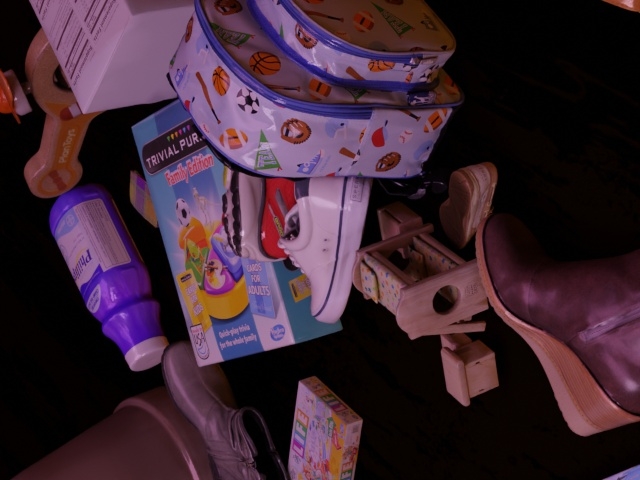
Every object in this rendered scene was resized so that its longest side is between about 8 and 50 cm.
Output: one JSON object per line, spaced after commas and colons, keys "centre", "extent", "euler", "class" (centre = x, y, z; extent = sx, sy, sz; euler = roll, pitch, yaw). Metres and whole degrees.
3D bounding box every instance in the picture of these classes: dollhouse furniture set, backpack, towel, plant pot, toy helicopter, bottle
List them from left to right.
{"centre": [-0.358, -0.180, 2.034], "extent": [0.140, 0.235, 0.355], "euler": [56, 142, 27], "class": "toy helicopter"}
{"centre": [-0.303, 0.398, 2.137], "extent": [0.323, 0.280, 0.323], "euler": [25, 121, 50], "class": "plant pot"}
{"centre": [-0.307, 0.056, 2.177], "extent": [0.283, 0.092, 0.118], "euler": [62, 146, 20], "class": "bottle"}
{"centre": [-0.251, -0.060, 2.127], "extent": [0.083, 0.009, 0.060], "euler": [38, 132, 44], "class": "towel"}
{"centre": [-0.010, -0.176, 1.501], "extent": [0.276, 0.263, 0.213], "euler": [49, 138, 35], "class": "backpack"}
{"centre": [0.093, 0.074, 1.576], "extent": [0.182, 0.101, 0.161], "euler": [40, 146, 57], "class": "dollhouse furniture set"}

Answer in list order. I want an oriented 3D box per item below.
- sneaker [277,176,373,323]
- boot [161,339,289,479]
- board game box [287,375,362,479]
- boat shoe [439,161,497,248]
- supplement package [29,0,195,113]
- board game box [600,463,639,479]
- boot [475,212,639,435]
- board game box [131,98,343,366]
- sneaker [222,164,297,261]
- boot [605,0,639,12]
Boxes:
{"centre": [0.000, 0.000, 1.660], "extent": [0.258, 0.091, 0.094], "euler": [99, -177, -52], "class": "sneaker"}
{"centre": [-0.117, 0.233, 1.965], "extent": [0.247, 0.083, 0.161], "euler": [64, 154, 2], "class": "boot"}
{"centre": [0.004, 0.262, 1.860], "extent": [0.103, 0.026, 0.154], "euler": [38, 132, 43], "class": "board game box"}
{"centre": [0.155, -0.035, 1.508], "extent": [0.050, 0.045, 0.135], "euler": [58, 163, 19], "class": "boat shoe"}
{"centre": [-0.229, -0.329, 1.820], "extent": [0.263, 0.199, 0.198], "euler": [62, 144, 19], "class": "supplement package"}
{"centre": [0.316, 0.294, 1.404], "extent": [0.211, 0.039, 0.160], "euler": [-41, 68, 54], "class": "board game box"}
{"centre": [0.265, 0.039, 1.368], "extent": [0.207, 0.090, 0.248], "euler": [-43, 64, 40], "class": "boot"}
{"centre": [-0.114, -0.022, 1.877], "extent": [0.253, 0.079, 0.336], "euler": [-20, 86, 56], "class": "board game box"}
{"centre": [-0.052, -0.115, 1.725], "extent": [0.107, 0.118, 0.279], "euler": [-169, 80, -70], "class": "sneaker"}
{"centre": [0.198, -0.339, 1.278], "extent": [0.295, 0.104, 0.211], "euler": [43, 135, 33], "class": "boot"}
